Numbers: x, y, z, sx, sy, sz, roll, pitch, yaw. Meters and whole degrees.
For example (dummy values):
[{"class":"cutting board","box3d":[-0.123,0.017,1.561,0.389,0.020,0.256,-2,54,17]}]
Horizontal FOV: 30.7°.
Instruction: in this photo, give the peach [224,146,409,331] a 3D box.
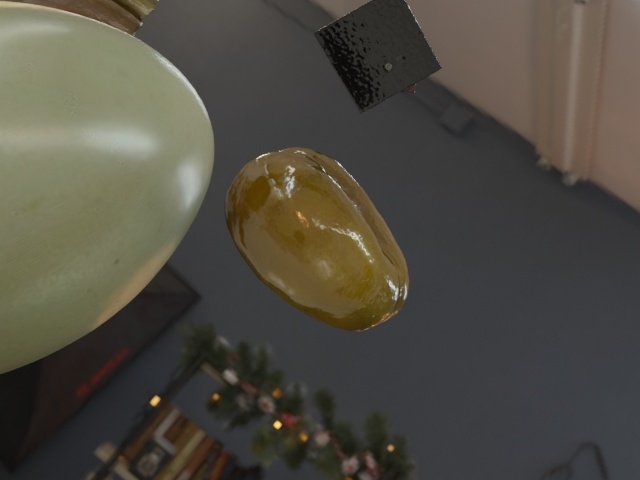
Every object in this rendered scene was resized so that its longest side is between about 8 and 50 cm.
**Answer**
[{"class":"peach","box3d":[0.000,0.000,1.365,0.251,0.153,0.251,38,13,-10]}]

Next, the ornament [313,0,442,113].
[{"class":"ornament","box3d":[0.097,-0.324,1.937,0.166,0.153,0.196,60,11,-16]}]

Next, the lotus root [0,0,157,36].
[{"class":"lotus root","box3d":[-0.289,-0.239,1.242,0.180,0.199,0.188,43,-10,-15]}]

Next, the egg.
[{"class":"egg","box3d":[-0.176,-0.027,0.587,0.188,0.253,0.188,162,-90,-76]}]
